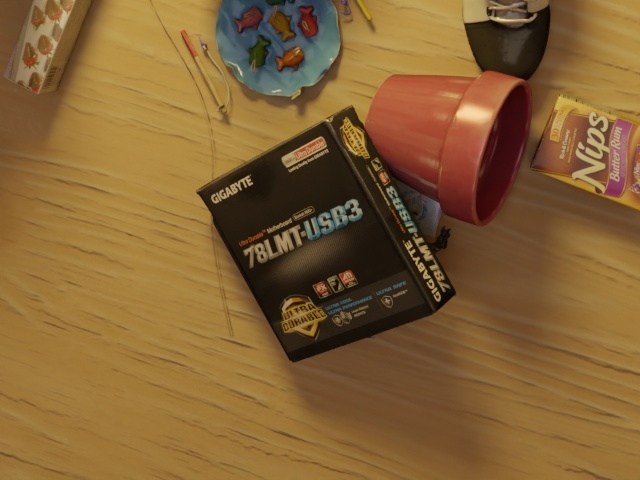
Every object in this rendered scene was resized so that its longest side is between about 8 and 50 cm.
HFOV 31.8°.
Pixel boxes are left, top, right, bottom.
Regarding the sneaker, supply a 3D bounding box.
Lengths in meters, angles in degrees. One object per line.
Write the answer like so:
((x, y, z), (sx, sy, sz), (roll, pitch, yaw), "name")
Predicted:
((0.242, -0.363, 1.455), (0.122, 0.146, 0.331), (2, 104, 10), "sneaker")

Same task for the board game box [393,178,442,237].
((0.134, -0.060, 1.607), (0.090, 0.020, 0.090), (18, 106, 9), "board game box")

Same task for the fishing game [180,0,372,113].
((-0.065, -0.294, 1.589), (0.264, 0.041, 0.189), (-26, 93, 16), "fishing game")

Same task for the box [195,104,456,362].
((0.000, 0.000, 1.561), (0.295, 0.073, 0.293), (-23, 100, 43), "box")

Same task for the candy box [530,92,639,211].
((0.391, -0.116, 1.524), (0.186, 0.053, 0.109), (21, 106, 8), "candy box")

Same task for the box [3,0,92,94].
((-0.364, -0.369, 1.622), (0.063, 0.067, 0.324), (28, 107, 5), "box")

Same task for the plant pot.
((0.164, -0.139, 1.505), (0.180, 0.201, 0.201), (19, 106, 24), "plant pot")

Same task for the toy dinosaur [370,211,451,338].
((0.119, 0.027, 1.595), (0.118, 0.064, 0.268), (10, 117, 27), "toy dinosaur")
